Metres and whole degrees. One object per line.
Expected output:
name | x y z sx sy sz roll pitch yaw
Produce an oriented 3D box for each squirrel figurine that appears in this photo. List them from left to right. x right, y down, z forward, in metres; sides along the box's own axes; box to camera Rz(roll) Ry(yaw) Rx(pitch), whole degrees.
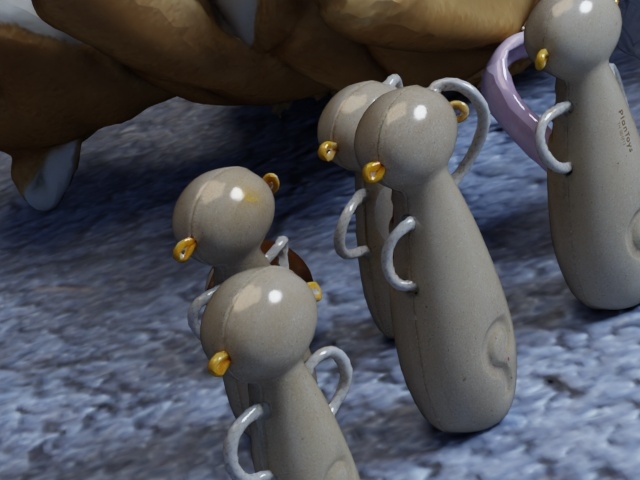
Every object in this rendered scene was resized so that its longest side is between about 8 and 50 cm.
squirrel figurine | -0.048 -0.152 1.024 0.370 0.281 0.397 -26 -17 30

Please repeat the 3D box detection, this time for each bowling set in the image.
bowling set | 0.000 0.000 0.740 0.200 0.154 0.287 7 32 40

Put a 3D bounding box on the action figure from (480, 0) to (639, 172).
action figure | 0.301 -0.133 0.890 0.276 0.248 0.370 -42 -1 36
